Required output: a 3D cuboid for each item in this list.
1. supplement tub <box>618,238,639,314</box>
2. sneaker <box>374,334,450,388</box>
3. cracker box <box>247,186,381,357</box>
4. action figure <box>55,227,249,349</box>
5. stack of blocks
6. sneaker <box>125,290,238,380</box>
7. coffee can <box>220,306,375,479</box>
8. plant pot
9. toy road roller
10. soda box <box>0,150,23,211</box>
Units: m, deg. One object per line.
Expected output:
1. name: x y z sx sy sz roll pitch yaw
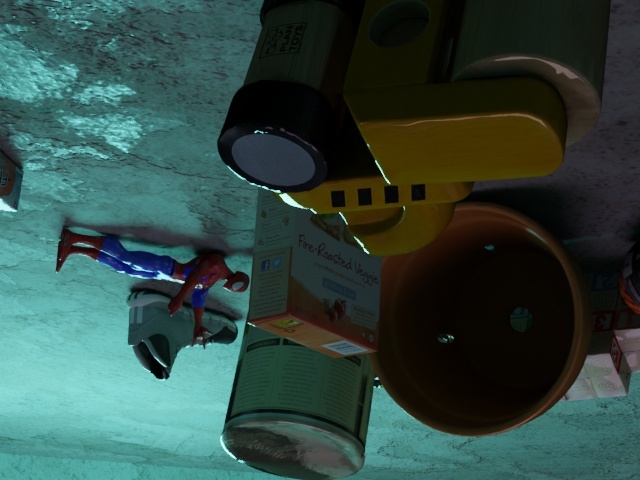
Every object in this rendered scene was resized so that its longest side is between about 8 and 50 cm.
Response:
1. supplement tub: 0.458 0.029 1.500 0.117 0.117 0.190 8 159 -11
2. sneaker: 0.180 0.175 1.821 0.121 0.111 0.300 -2 -179 -31
3. cracker box: 0.000 0.000 1.340 0.067 0.232 0.156 -15 152 37
4. action figure: -0.240 0.073 1.719 0.280 0.139 0.091 7 160 -15
5. stack of blocks: 0.405 0.129 1.667 0.297 0.171 0.087 -9 127 28
6. sneaker: -0.236 0.175 1.979 0.086 0.132 0.229 -16 151 42
7. coffee can: -0.018 0.173 1.688 0.202 0.275 0.201 7 148 5
8. plant pot: 0.230 0.101 1.548 0.291 0.290 0.203 -9 172 30
9. toy road roller: 0.093 -0.110 1.018 0.330 0.202 0.240 -4 145 27
10. soda box: -0.424 -0.092 1.417 0.063 0.058 0.183 -2 159 15
